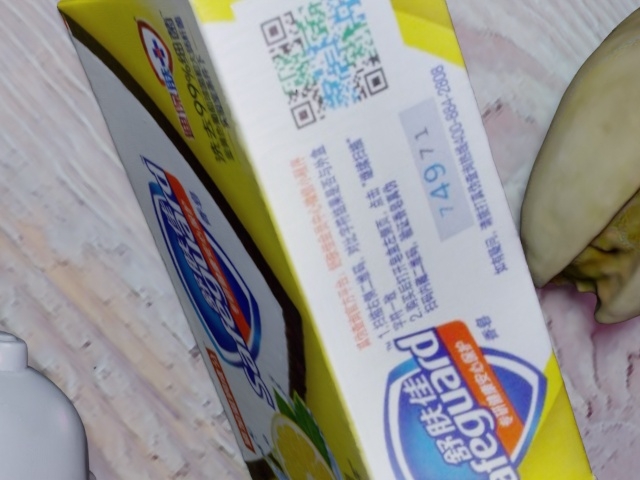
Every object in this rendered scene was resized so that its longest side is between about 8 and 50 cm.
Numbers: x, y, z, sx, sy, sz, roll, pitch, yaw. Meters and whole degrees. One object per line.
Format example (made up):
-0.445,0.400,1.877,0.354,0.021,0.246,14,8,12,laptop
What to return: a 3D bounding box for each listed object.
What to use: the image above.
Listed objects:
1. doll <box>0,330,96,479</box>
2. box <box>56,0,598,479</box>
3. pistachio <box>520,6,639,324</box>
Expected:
-0.212,0.073,0.443,0.287,0.151,0.151,17,90,-31,doll
0.000,0.000,0.521,0.097,0.168,0.265,-27,111,-22,box
0.177,-0.045,0.635,0.124,0.124,0.185,28,101,-27,pistachio
